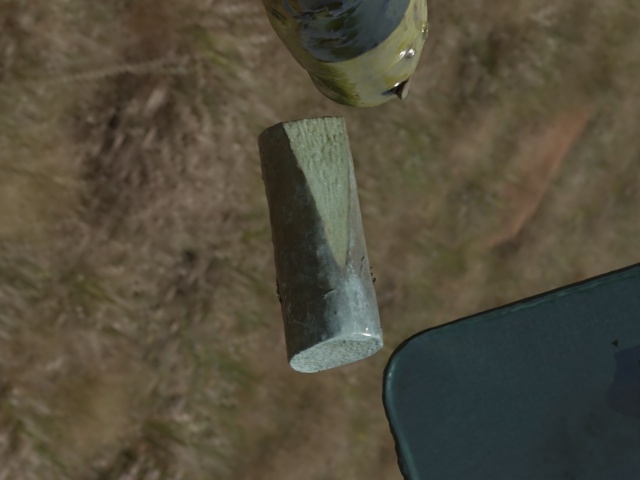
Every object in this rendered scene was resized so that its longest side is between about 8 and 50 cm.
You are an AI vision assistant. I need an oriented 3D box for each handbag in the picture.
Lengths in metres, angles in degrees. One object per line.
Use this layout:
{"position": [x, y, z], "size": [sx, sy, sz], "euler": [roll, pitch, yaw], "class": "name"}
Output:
{"position": [0.183, 0.179, 0.911], "size": [0.238, 0.326, 0.089], "euler": [-17, 163, 0], "class": "handbag"}

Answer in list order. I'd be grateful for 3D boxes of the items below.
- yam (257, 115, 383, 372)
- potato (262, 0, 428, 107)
{"position": [0.000, 0.000, 1.101], "size": [0.068, 0.068, 0.169], "euler": [37, 43, -73], "class": "yam"}
{"position": [0.011, -0.136, 0.908], "size": [0.188, 0.085, 0.105], "euler": [25, 68, -73], "class": "potato"}
